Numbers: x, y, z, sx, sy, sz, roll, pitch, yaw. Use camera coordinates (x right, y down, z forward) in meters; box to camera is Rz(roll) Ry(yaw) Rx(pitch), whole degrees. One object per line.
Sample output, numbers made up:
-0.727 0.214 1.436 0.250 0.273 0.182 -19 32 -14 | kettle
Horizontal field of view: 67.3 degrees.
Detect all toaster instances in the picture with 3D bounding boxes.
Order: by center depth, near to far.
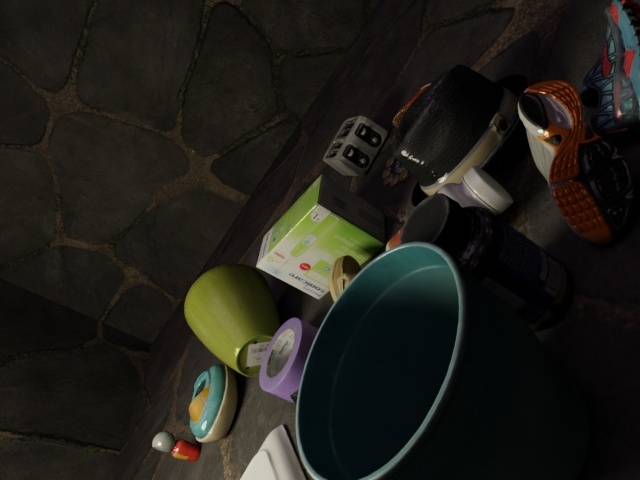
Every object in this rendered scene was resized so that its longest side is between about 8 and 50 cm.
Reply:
0.108 -0.298 1.537 0.168 0.110 0.186 -59 20 -2 | toaster

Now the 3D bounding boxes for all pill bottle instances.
0.220 0.030 0.652 0.123 0.219 0.122 -49 23 28 | pill bottle
0.227 -0.022 0.853 0.216 0.121 0.121 -50 22 26 | pill bottle

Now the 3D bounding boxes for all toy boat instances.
-0.374 0.536 1.458 0.318 0.148 0.267 -55 21 10 | toy boat

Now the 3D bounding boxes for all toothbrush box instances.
0.000 0.000 1.237 0.283 0.206 0.122 -42 27 38 | toothbrush box

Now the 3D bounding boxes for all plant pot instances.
0.151 0.181 0.555 0.271 0.255 0.271 -48 22 27 | plant pot
-0.227 0.251 1.396 0.274 0.275 0.293 -57 35 6 | plant pot

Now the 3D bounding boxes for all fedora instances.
0.255 -0.231 0.979 0.334 0.152 0.334 -51 12 16 | fedora

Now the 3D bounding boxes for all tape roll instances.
-0.067 0.290 1.175 0.189 0.080 0.189 -49 22 28 | tape roll

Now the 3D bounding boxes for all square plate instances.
-0.140 0.598 0.964 0.347 0.049 0.344 -59 21 0 | square plate

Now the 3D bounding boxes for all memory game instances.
0.228 -0.224 1.289 0.186 0.012 0.186 -49 22 28 | memory game

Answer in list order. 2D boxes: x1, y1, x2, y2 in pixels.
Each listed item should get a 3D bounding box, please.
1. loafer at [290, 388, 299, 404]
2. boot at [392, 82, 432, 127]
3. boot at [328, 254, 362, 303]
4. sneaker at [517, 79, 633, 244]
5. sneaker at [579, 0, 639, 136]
-0.005 0.330 1.022 0.061 0.062 0.170 -46 13 -34 | loafer
0.271 -0.377 1.348 0.158 0.059 0.084 -32 29 36 | boot
0.111 0.085 1.016 0.203 0.095 0.262 -48 25 31 | boot
0.369 -0.105 0.699 0.099 0.121 0.262 -17 61 20 | sneaker
0.437 -0.262 0.719 0.125 0.104 0.261 -38 29 50 | sneaker
